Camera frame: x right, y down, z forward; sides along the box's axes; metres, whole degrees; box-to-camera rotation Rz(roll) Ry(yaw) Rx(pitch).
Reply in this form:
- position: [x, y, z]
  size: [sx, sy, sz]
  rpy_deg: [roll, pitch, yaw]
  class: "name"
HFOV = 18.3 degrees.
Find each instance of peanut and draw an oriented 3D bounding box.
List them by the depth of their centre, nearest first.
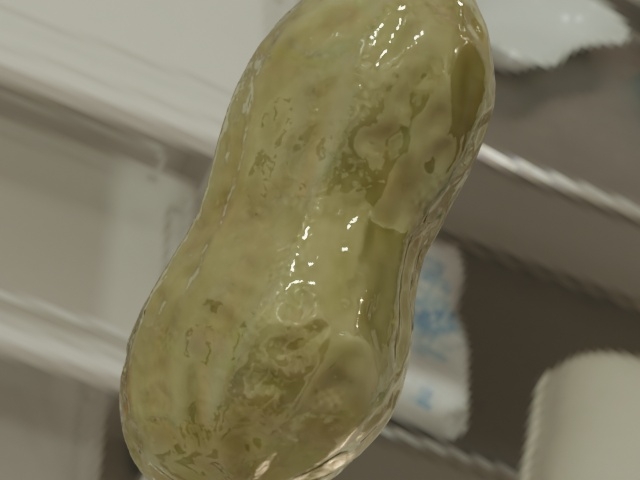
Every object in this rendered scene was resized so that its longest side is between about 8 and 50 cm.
- position: [0.000, 0.000, 0.834]
  size: [0.123, 0.256, 0.123]
  rpy_deg: [23, 9, -4]
  class: "peanut"
